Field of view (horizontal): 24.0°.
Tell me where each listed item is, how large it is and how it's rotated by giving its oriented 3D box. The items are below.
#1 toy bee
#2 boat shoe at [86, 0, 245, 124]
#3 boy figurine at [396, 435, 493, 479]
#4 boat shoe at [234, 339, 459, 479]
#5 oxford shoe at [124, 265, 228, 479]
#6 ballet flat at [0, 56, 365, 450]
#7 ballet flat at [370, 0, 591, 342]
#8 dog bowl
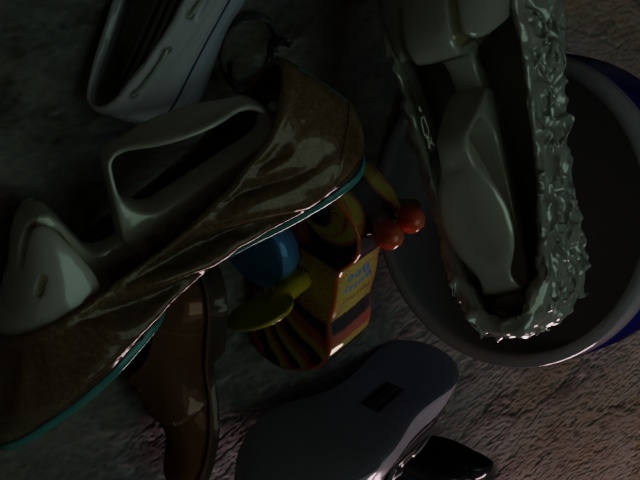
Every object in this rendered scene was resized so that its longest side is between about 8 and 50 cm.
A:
[{"bbox_3d":[0.000,0.000,1.153,0.195,0.162,0.298,-51,144,-18],"label":"toy bee"},{"bbox_3d":[-0.090,-0.178,0.991,0.076,0.083,0.226,-1,114,-53],"label":"boat shoe"},{"bbox_3d":[0.085,0.347,1.550,0.177,0.092,0.285,-3,111,-54],"label":"boy figurine"},{"bbox_3d":[0.021,0.189,1.350,0.306,0.113,0.105,-36,145,-56],"label":"boat shoe"},{"bbox_3d":[-0.118,0.111,1.173,0.076,0.076,0.212,-8,122,-18],"label":"oxford shoe"},{"bbox_3d":[-0.125,-0.005,1.011,0.342,0.116,0.124,-37,125,-2],"label":"ballet flat"},{"bbox_3d":[0.117,-0.112,1.123,0.147,0.147,0.409,-25,103,-42],"label":"ballet flat"},{"bbox_3d":[0.183,-0.029,1.279,0.104,0.265,0.265,-6,117,-53],"label":"dog bowl"}]
